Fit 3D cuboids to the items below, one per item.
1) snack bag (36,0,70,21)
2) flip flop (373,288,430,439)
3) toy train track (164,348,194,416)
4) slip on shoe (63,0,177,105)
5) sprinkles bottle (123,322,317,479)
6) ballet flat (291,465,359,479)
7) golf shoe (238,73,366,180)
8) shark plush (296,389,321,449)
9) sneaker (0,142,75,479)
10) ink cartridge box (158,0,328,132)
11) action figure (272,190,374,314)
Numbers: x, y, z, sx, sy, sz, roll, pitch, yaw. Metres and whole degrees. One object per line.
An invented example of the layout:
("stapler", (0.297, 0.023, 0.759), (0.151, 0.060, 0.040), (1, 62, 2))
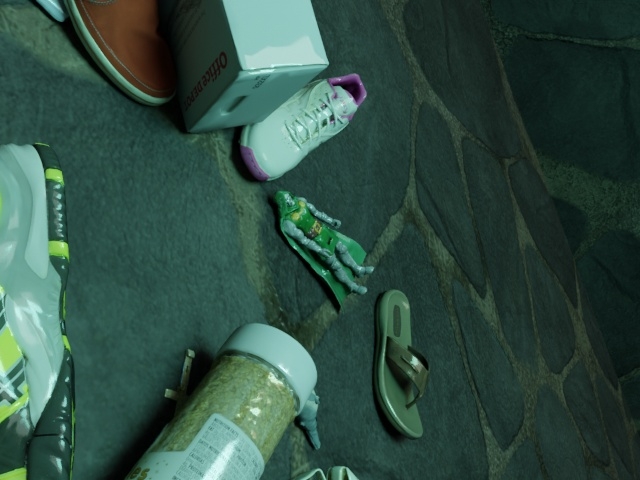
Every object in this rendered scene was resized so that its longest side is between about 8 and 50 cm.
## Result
("snack bag", (-0.372, -0.466, 0.714), (0.323, 0.037, 0.343), (38, 51, -40))
("flip flop", (0.157, 0.216, 1.098), (0.112, 0.080, 0.277), (32, 50, -44))
("toy train track", (-0.162, 0.172, 0.728), (0.048, 0.014, 0.083), (35, 48, -42))
("slip on shoe", (-0.243, -0.319, 0.724), (0.123, 0.101, 0.331), (-61, 144, -50))
("sprinkles bottle", (-0.129, 0.244, 0.615), (0.121, 0.121, 0.355), (57, 42, -20))
("ballet flat", (0.009, 0.356, 0.834), (0.221, 0.077, 0.079), (16, 58, -46))
("golf shoe", (-0.024, -0.202, 0.993), (0.115, 0.140, 0.306), (59, 37, -21))
("shark plush", (-0.043, 0.236, 0.860), (0.067, 0.073, 0.161), (-44, 134, -33))
("sneaker", (-0.287, 0.109, 0.509), (0.147, 0.145, 0.385), (-3, 77, -23))
("ink cartridge box", (-0.129, -0.326, 0.798), (0.129, 0.223, 0.307), (-14, 88, -30))
("action figure", (0.000, 0.000, 1.003), (0.232, 0.063, 0.137), (45, 45, -28))
